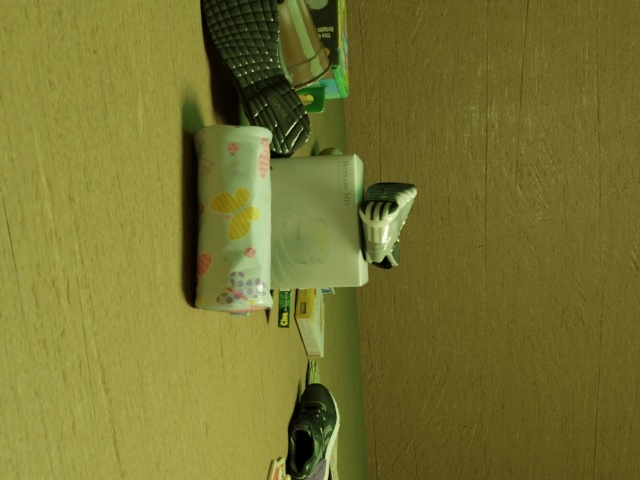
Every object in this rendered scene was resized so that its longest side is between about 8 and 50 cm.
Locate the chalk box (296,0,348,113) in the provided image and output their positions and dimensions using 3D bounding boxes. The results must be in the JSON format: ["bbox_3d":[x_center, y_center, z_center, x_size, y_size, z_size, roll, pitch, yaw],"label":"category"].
[{"bbox_3d":[-0.035,-0.408,1.603,0.179,0.180,0.289,48,41,-78],"label":"chalk box"}]

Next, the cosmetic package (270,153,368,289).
[{"bbox_3d":[-0.035,-0.030,1.293,0.138,0.224,0.224,0,87,-83],"label":"cosmetic package"}]

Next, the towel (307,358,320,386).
[{"bbox_3d":[-0.017,0.414,2.036,0.110,0.027,0.148,-83,167,-56],"label":"towel"}]

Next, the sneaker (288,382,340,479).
[{"bbox_3d":[-0.020,0.447,1.740,0.124,0.107,0.283,71,17,-45],"label":"sneaker"}]

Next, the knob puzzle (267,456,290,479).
[{"bbox_3d":[-0.083,0.544,1.488,0.213,0.029,0.213,-2,90,-82],"label":"knob puzzle"}]

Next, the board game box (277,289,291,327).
[{"bbox_3d":[-0.074,0.046,1.565,0.260,0.030,0.136,-91,-174,-50],"label":"board game box"}]

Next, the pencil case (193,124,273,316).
[{"bbox_3d":[-0.125,-0.030,1.049,0.124,0.113,0.273,142,-53,-75],"label":"pencil case"}]

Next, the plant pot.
[{"bbox_3d":[-0.076,-0.391,1.395,0.167,0.166,0.165,-83,160,-52],"label":"plant pot"}]

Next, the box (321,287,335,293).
[{"bbox_3d":[0.008,0.088,2.205,0.169,0.059,0.054,80,13,-45],"label":"box"}]

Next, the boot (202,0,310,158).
[{"bbox_3d":[-0.119,-0.297,1.248,0.222,0.118,0.339,-149,-135,-79],"label":"boot"}]

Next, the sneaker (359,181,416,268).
[{"bbox_3d":[0.114,-0.022,1.292,0.228,0.086,0.132,-43,135,-64],"label":"sneaker"}]

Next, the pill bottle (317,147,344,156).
[{"bbox_3d":[0.026,-0.221,2.277,0.184,0.103,0.103,-70,156,-70],"label":"pill bottle"}]

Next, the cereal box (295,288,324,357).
[{"bbox_3d":[-0.024,0.188,1.975,0.240,0.047,0.173,76,14,-56],"label":"cereal box"}]

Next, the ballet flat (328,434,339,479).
[{"bbox_3d":[-0.009,0.604,1.854,0.106,0.107,0.316,25,55,-59],"label":"ballet flat"}]
